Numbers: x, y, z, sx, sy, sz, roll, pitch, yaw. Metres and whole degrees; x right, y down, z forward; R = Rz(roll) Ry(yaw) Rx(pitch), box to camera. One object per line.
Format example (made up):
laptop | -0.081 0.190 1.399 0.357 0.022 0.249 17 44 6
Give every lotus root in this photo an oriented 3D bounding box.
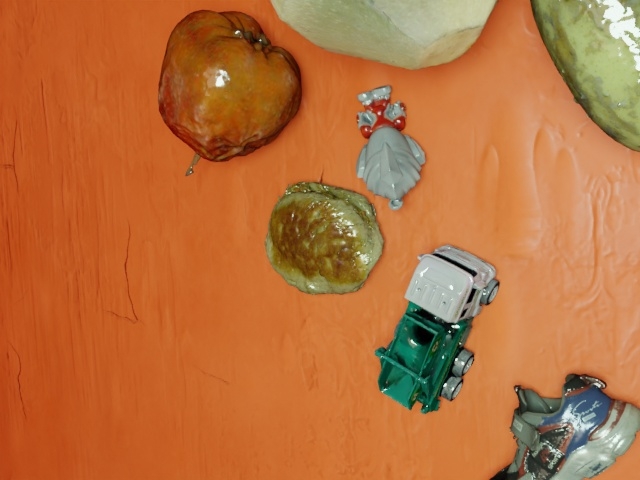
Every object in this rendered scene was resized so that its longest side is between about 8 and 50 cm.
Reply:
lotus root | 0.307 -0.224 0.697 0.173 0.173 0.309 -32 90 31

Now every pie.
pie | 0.000 0.000 0.989 0.193 0.079 0.163 9 103 32

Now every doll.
doll | 0.088 -0.124 0.924 0.094 0.079 0.180 -12 74 9

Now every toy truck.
toy truck | 0.139 0.119 0.888 0.110 0.116 0.216 29 110 27

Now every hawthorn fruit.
hawthorn fruit | -0.143 -0.193 0.996 0.207 0.207 0.243 44 120 21

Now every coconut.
coconut | 0.078 -0.357 0.753 0.352 0.352 0.353 4 97 32

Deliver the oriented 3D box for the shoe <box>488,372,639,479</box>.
shoe | 0.262 0.238 0.830 0.227 0.099 0.125 -45 80 22
